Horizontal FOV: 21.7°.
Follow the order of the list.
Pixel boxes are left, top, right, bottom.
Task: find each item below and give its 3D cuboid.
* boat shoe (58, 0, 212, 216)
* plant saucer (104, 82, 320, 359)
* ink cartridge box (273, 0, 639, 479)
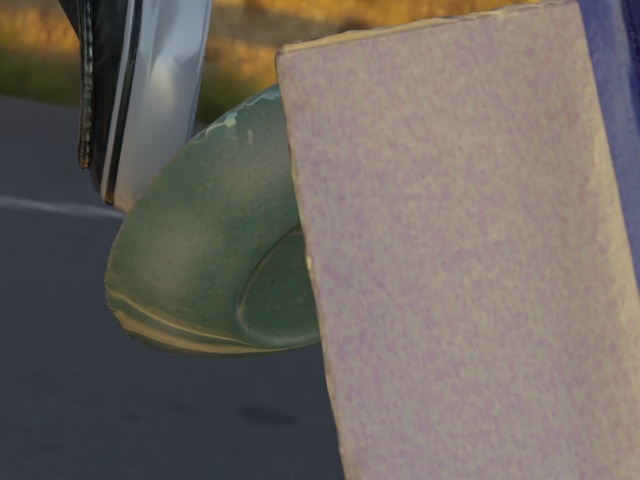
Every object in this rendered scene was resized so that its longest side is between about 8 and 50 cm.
[{"bbox_3d":[-0.112,-0.177,0.829,0.119,0.335,0.121,1,-7,-8],"label":"boat shoe"},{"bbox_3d":[0.000,0.000,0.746,0.195,0.195,0.037,1,46,-44],"label":"plant saucer"},{"bbox_3d":[0.163,0.077,0.267,0.307,0.304,0.072,-10,-8,1],"label":"ink cartridge box"}]
